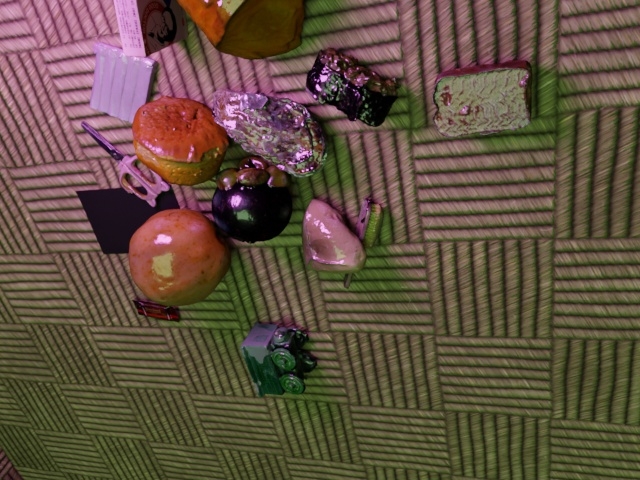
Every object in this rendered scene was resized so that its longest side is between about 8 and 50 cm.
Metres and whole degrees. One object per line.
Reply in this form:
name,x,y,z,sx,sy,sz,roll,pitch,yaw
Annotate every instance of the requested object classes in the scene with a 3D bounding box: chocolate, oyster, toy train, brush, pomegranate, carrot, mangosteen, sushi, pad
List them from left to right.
pad,-0.597,-0.061,1.727,0.367,0.007,0.248,-2,121,19
chocolate,-0.586,0.250,1.909,0.182,0.028,0.086,4,130,17
pomegranate,-0.411,0.049,1.582,0.307,0.307,0.307,8,123,13
carrot,-0.180,-0.541,1.144,0.241,0.241,0.341,-34,105,32
mangosteen,-0.181,-0.107,1.440,0.243,0.243,0.243,8,123,13
oyster,-0.136,-0.293,1.360,0.351,0.162,0.158,31,166,7
toy train,-0.133,0.401,1.787,0.201,0.145,0.266,-2,120,23
sushi,0.070,-0.354,1.238,0.212,0.147,0.115,31,126,2
brush,0.120,0.022,1.513,0.067,0.072,0.313,10,126,-5
chocolate,0.359,-0.319,1.198,0.214,0.093,0.148,-1,119,18

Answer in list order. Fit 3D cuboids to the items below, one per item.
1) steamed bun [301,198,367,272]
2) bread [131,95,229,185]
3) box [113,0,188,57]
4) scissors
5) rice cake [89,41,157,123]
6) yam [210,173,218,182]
steamed bun,0.021,0.018,1.472,0.212,0.110,0.231,22,129,39
bread,-0.358,-0.261,1.383,0.268,0.268,0.146,22,136,4
box,-0.388,-0.609,1.181,0.069,0.214,0.353,9,123,11
scissors,-0.591,-0.240,1.600,0.317,0.024,0.160,45,124,-9
rice cake,-0.541,-0.425,1.456,0.189,0.037,0.198,20,125,5
yam,-0.338,-0.191,1.543,0.145,0.032,0.032,18,125,6
